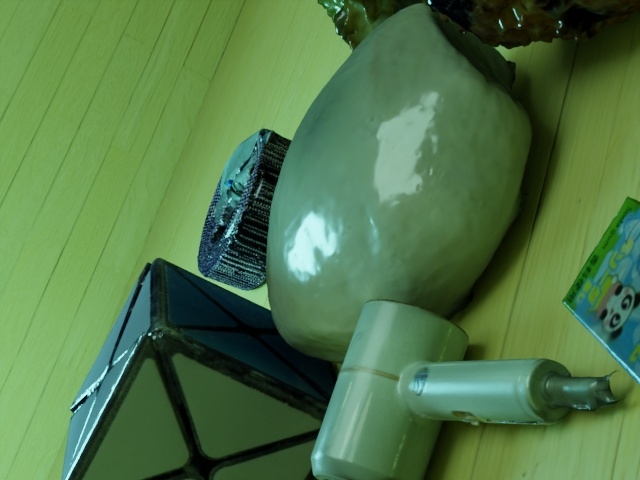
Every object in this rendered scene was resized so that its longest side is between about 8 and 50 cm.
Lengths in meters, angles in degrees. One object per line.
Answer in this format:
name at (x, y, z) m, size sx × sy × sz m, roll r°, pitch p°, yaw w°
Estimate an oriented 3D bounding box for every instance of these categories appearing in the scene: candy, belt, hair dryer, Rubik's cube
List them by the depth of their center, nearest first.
candy at (0.238, 0.046, 0.784) m, size 0.097 × 0.062 × 0.194 m, roll -60°, pitch 17°, yaw 11°
hair dryer at (0.121, 0.135, 0.984) m, size 0.357 × 0.108 × 0.173 m, roll -16°, pitch 52°, yaw 62°
candy at (0.057, -0.053, 1.299) m, size 0.427 × 0.186 × 0.386 m, roll -56°, pitch 24°, yaw 38°
Rubik's cube at (-0.146, 0.209, 1.405) m, size 0.254 × 0.260 × 0.259 m, roll -60°, pitch 13°, yaw 11°
belt at (-0.115, -0.049, 1.985) m, size 0.325 × 0.122 × 0.260 m, roll 169°, pitch 119°, yaw -74°

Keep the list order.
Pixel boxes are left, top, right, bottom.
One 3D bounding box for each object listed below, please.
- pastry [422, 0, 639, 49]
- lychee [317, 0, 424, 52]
pastry at (0.181, -0.347, 1.080) m, size 0.292 × 0.405 × 0.337 m, roll -47°, pitch 43°, yaw -16°
lychee at (0.107, -0.370, 1.532) m, size 0.320 × 0.270 × 0.270 m, roll -35°, pitch 5°, yaw -21°
